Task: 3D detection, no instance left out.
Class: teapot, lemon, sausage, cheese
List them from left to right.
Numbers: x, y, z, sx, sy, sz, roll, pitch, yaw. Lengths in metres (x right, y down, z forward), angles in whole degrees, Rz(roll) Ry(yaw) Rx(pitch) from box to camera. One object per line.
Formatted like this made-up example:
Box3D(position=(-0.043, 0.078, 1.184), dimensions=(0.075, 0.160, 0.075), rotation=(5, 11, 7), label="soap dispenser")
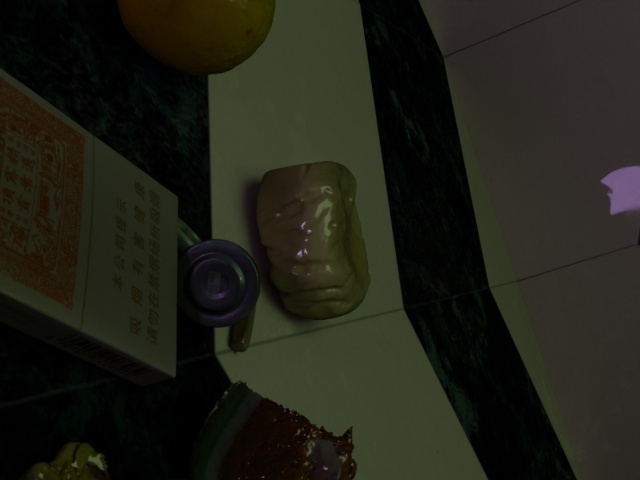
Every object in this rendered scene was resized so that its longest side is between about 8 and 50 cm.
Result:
Box3D(position=(-0.145, -0.285, 1.061), dimensions=(0.203, 0.178, 0.178), rotation=(43, 35, -51), label="lemon")
Box3D(position=(-0.113, 0.028, 0.994), dimensions=(0.091, 0.092, 0.124), rotation=(-130, -152, -87), label="teapot")
Box3D(position=(-0.088, 0.074, 1.094), dimensions=(0.024, 0.024, 0.132), rotation=(52, 30, -38), label="sausage")
Box3D(position=(0.000, 0.000, 1.246), dimensions=(0.226, 0.117, 0.214), rotation=(16, 63, -69), label="cheese")

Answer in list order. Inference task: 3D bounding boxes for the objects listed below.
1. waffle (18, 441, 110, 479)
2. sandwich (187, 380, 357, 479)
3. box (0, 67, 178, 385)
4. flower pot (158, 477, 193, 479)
Box3D(position=(-0.167, 0.291, 0.697), dimensions=(0.291, 0.051, 0.291), rotation=(48, 31, -41), label="waffle")
Box3D(position=(-0.060, 0.237, 0.865), dimensions=(0.079, 0.159, 0.235), rotation=(63, 35, -38), label="sandwich")
Box3D(position=(-0.246, -0.028, 0.774), dimensions=(0.365, 0.051, 0.204), rotation=(40, 39, -50), label="box")
Box3D(position=(-0.125, 0.250, 0.630), dimensions=(0.157, 0.107, 0.157), rotation=(37, 42, -42), label="flower pot")
